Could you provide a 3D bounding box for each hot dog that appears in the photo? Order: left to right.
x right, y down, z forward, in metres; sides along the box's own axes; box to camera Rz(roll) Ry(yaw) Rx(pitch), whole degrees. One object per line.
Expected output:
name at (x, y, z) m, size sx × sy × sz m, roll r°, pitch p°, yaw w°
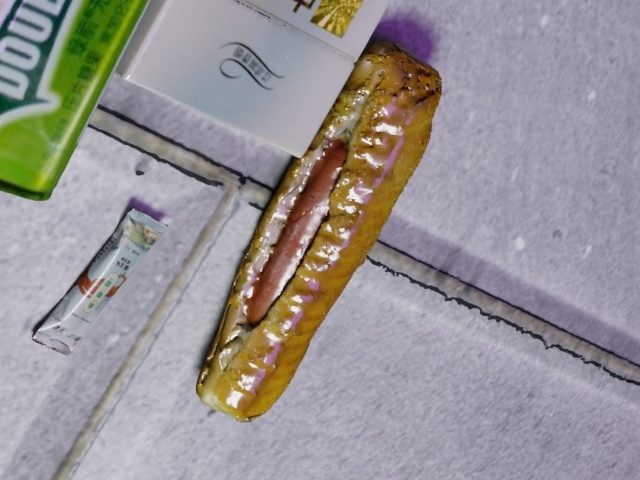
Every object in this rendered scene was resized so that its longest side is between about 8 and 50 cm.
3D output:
hot dog at (0.001, 0.000, 1.047) m, size 0.083 × 0.068 × 0.289 m, roll 15°, pitch 106°, yaw -50°

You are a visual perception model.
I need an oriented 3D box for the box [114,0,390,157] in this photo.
box at (-0.019, -0.185, 0.911) m, size 0.155 × 0.067 × 0.243 m, roll 20°, pitch 102°, yaw -43°

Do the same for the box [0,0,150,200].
box at (-0.127, -0.191, 0.799) m, size 0.134 × 0.097 × 0.345 m, roll 20°, pitch 103°, yaw -45°

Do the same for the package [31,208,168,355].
package at (-0.142, 0.027, 0.983) m, size 0.110 × 0.015 × 0.037 m, roll -53°, pitch 141°, yaw 3°
